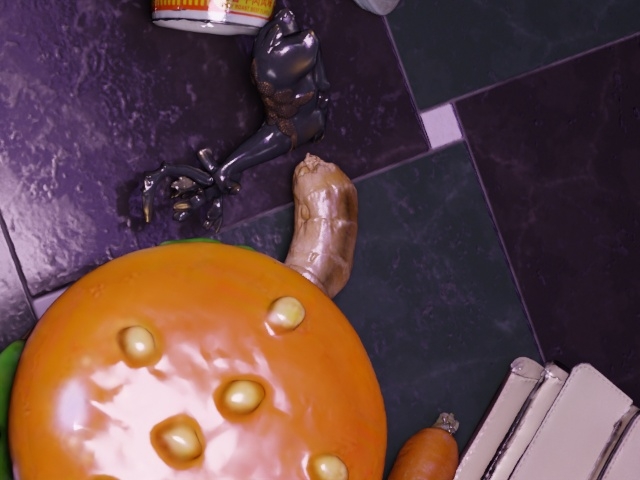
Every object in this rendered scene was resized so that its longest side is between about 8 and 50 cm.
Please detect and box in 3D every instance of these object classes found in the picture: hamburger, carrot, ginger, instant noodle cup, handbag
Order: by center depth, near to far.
[{"bbox_3d":[-0.137,0.181,1.710,0.396,0.277,0.395,3,77,-15],"label":"hamburger"},{"bbox_3d":[-0.112,-0.330,1.850,0.193,0.193,0.212,4,92,-21],"label":"instant noodle cup"},{"bbox_3d":[0.079,0.324,1.890,0.069,0.069,0.336,37,59,-15],"label":"carrot"},{"bbox_3d":[-0.002,0.000,1.910,0.095,0.069,0.190,6,86,-23],"label":"ginger"},{"bbox_3d":[0.253,0.336,1.940,0.237,0.160,0.358,39,73,-22],"label":"handbag"}]

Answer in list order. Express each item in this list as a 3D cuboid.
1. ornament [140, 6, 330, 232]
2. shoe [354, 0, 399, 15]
[{"bbox_3d":[-0.093,-0.111,1.828,0.236,0.202,0.080,-38,60,-19],"label":"ornament"},{"bbox_3d":[0.019,-0.328,1.945,0.195,0.078,0.079,48,63,-38],"label":"shoe"}]
